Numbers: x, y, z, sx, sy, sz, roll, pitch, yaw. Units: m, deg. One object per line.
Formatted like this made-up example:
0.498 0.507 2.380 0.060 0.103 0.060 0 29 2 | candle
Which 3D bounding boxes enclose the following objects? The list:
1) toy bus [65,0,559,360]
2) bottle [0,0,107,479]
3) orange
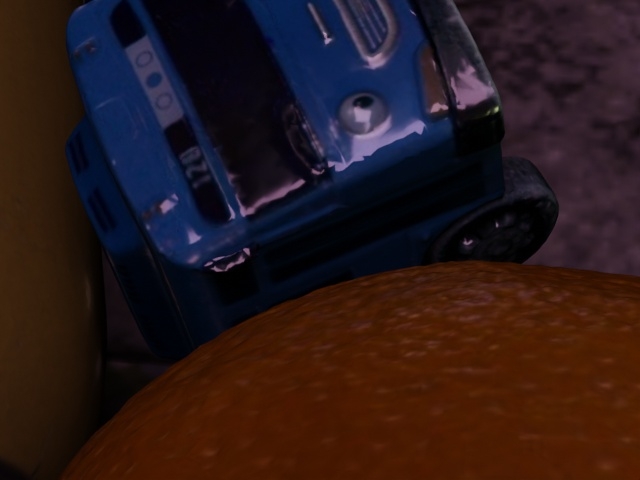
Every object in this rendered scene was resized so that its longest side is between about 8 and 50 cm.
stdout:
0.000 0.000 0.516 0.106 0.184 0.090 -22 58 -5 | toy bus
-0.141 0.023 0.532 0.171 0.171 0.351 -8 60 1 | bottle
0.046 0.125 0.394 0.264 0.264 0.264 -3 58 5 | orange
